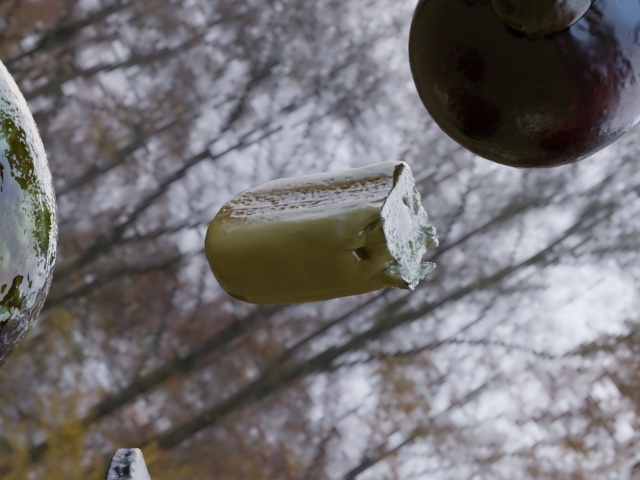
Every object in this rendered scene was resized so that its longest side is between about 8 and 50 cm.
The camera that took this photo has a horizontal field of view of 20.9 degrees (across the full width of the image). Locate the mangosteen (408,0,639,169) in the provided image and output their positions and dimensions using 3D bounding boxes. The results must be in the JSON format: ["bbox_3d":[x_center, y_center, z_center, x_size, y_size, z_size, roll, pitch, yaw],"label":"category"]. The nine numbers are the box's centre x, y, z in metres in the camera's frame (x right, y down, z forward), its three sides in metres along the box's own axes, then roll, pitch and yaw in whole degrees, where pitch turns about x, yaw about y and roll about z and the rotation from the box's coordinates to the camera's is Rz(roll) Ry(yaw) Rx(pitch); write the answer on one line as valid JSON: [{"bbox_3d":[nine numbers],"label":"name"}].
[{"bbox_3d":[0.170,-0.182,1.414,0.215,0.215,0.257,40,-14,38],"label":"mangosteen"}]

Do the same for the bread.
[{"bbox_3d":[0.001,0.001,1.403,0.173,0.134,0.085,-7,-64,19],"label":"bread"}]

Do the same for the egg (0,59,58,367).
[{"bbox_3d":[-0.294,-0.020,1.181,0.238,0.238,0.289,35,-67,44],"label":"egg"}]

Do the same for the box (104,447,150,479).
[{"bbox_3d":[-0.189,0.331,1.813,0.212,0.042,0.201,-89,168,-66],"label":"box"}]
